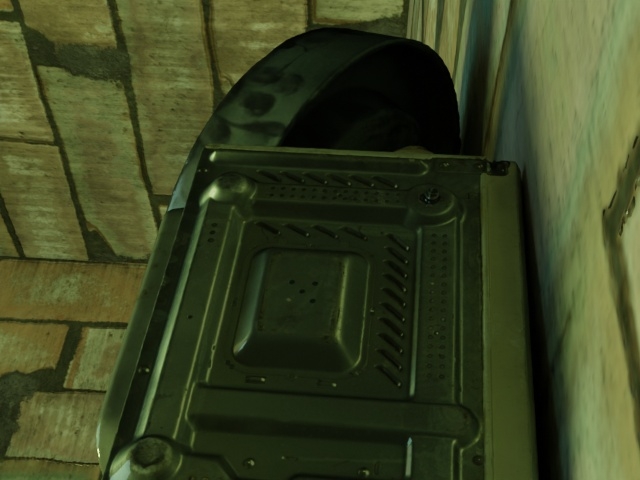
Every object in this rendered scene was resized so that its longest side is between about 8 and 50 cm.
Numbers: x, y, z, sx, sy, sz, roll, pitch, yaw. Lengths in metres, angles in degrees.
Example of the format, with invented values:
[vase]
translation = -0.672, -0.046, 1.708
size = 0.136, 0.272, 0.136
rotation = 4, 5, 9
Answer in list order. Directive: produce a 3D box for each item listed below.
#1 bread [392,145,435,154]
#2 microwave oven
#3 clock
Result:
[bread]
translation = 0.075, 0.018, 0.712
size = 0.053, 0.073, 0.214
rotation = -56, -28, -46
[microwave oven]
translation = -0.001, 0.080, 0.437
size = 0.145, 0.194, 0.240
rotation = 92, -175, -46
[clock]
translation = 0.000, 0.000, 0.711
size = 0.319, 0.066, 0.319
rotation = -41, -37, -41
